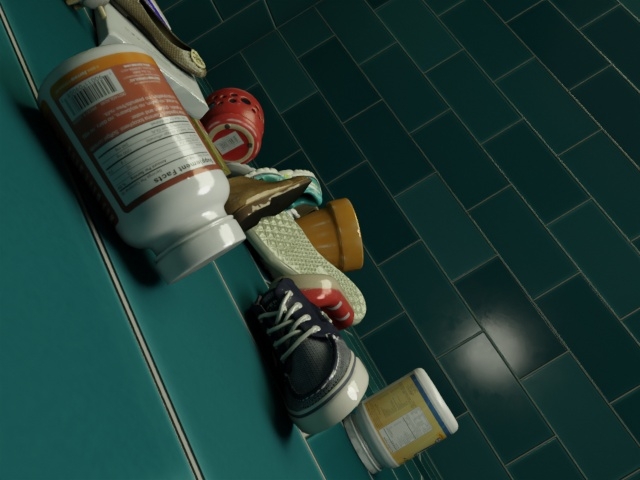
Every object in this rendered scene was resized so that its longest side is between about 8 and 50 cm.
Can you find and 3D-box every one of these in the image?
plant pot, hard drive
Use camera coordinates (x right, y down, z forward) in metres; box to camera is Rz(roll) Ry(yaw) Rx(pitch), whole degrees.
[{"bbox_3d":[-0.257,-0.318,1.405,0.174,0.191,0.191,-100,164,-46],"label":"plant pot"},{"bbox_3d":[0.000,0.000,1.343,0.205,0.188,0.205,168,-90,-82],"label":"plant pot"},{"bbox_3d":[-0.380,-0.420,1.065,0.233,0.047,0.353,33,20,-43],"label":"hard drive"}]

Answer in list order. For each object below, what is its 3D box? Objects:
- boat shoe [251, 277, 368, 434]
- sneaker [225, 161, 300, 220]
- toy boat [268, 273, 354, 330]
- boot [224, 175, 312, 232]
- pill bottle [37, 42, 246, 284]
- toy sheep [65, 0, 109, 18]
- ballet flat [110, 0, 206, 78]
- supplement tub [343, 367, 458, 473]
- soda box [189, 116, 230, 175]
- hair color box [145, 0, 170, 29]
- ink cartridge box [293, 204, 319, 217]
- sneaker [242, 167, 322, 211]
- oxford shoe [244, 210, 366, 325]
[{"bbox_3d":[-0.040,0.150,0.722,0.158,0.127,0.340,52,-6,-6],"label":"boat shoe"},{"bbox_3d":[-0.184,-0.109,1.380,0.281,0.115,0.105,41,-30,-8],"label":"sneaker"},{"bbox_3d":[-0.021,0.163,0.983,0.231,0.151,0.151,57,31,-55],"label":"toy boat"},{"bbox_3d":[-0.129,-0.117,1.125,0.115,0.112,0.305,45,36,11],"label":"boot"},{"bbox_3d":[-0.169,-0.070,0.484,0.216,0.121,0.121,59,1,-2],"label":"pill bottle"},{"bbox_3d":[-0.411,-0.453,0.848,0.091,0.091,0.132,-118,-175,-74],"label":"toy sheep"},{"bbox_3d":[-0.343,-0.456,1.052,0.250,0.058,0.084,42,15,-13],"label":"ballet flat"},{"bbox_3d":[0.163,0.374,1.002,0.144,0.200,0.144,58,2,-3],"label":"supplement tub"},{"bbox_3d":[-0.278,-0.216,1.093,0.181,0.061,0.058,58,2,6],"label":"soda box"},{"bbox_3d":[-0.565,-0.730,1.327,0.185,0.110,0.338,58,-1,42],"label":"hair color box"},{"bbox_3d":[-0.060,-0.005,1.568,0.088,0.193,0.234,59,2,33],"label":"ink cartridge box"},{"bbox_3d":[-0.115,-0.128,1.295,0.107,0.275,0.110,-54,-129,51],"label":"sneaker"},{"bbox_3d":[-0.077,0.062,1.205,0.449,0.130,0.169,46,37,-10],"label":"oxford shoe"}]
